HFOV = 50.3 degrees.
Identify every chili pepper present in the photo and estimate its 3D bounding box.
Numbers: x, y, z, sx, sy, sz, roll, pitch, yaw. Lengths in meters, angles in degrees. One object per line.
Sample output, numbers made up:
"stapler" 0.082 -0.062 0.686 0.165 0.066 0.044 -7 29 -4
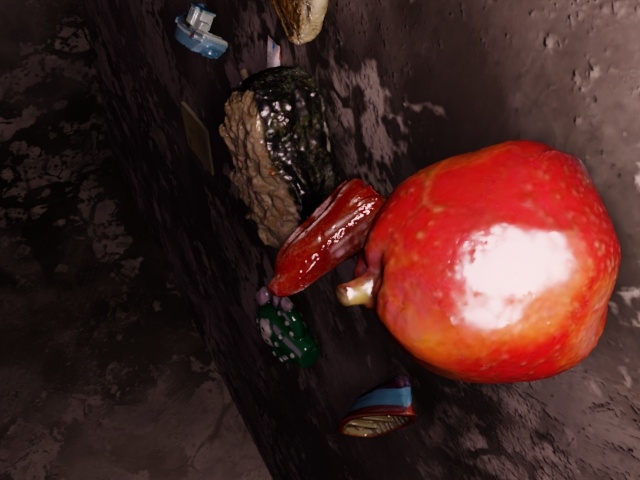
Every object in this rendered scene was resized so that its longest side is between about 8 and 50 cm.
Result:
"chili pepper" 0.000 0.000 1.193 0.144 0.252 0.136 48 171 26

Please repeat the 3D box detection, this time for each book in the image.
"book" -0.377 -0.314 2.090 0.192 0.013 0.168 50 152 39

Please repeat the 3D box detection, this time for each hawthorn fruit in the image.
"hawthorn fruit" 0.165 0.037 0.750 0.265 0.307 0.265 166 90 -69

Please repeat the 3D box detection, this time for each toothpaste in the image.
"toothpaste" -0.097 -0.324 1.397 0.048 0.031 0.190 53 152 35

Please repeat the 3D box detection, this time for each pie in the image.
"pie" -0.055 -0.463 1.131 0.274 0.055 0.274 161 90 -73

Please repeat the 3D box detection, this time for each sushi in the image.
"sushi" -0.076 -0.157 1.315 0.211 0.170 0.350 37 144 50

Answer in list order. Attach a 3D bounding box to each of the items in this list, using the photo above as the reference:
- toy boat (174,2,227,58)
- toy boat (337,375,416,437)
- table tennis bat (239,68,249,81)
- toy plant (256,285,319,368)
"toy boat" -0.283 -0.507 1.617 0.215 0.088 0.102 45 115 46
"toy boat" 0.124 0.361 1.433 0.392 0.136 0.079 117 159 -63
"table tennis bat" -0.137 -0.279 1.517 0.130 0.019 0.220 117 133 -80
"toy plant" -0.099 0.235 1.828 0.243 0.112 0.233 15 126 57
